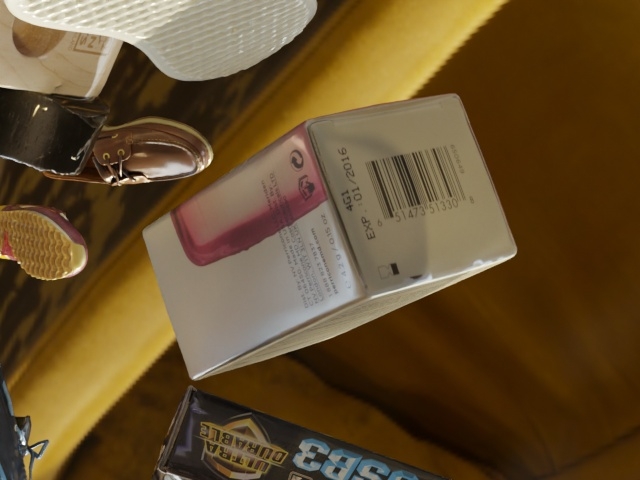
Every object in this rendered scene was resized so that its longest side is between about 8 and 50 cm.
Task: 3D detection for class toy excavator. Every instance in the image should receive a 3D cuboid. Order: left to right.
[{"bbox_3d":[-0.306,-0.243,1.092,0.445,0.433,0.222,32,105,23],"label":"toy excavator"}]

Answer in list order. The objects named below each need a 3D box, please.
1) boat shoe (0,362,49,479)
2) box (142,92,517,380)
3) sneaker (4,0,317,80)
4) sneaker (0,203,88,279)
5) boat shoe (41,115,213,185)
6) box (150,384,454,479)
[{"bbox_3d":[-0.353,0.212,1.601,0.109,0.089,0.258,-2,105,43],"label":"boat shoe"},{"bbox_3d":[0.000,0.000,1.043,0.149,0.127,0.232,-14,171,-39],"label":"box"},{"bbox_3d":[-0.104,-0.192,0.829,0.102,0.161,0.282,-33,162,17],"label":"sneaker"},{"bbox_3d":[-0.270,-0.006,1.424,0.084,0.185,0.069,-11,107,-42],"label":"sneaker"},{"bbox_3d":[-0.184,-0.075,1.350,0.178,0.060,0.064,4,131,27],"label":"boat shoe"},{"bbox_3d":[0.011,0.225,1.086,0.295,0.073,0.293,19,157,-4],"label":"box"}]
